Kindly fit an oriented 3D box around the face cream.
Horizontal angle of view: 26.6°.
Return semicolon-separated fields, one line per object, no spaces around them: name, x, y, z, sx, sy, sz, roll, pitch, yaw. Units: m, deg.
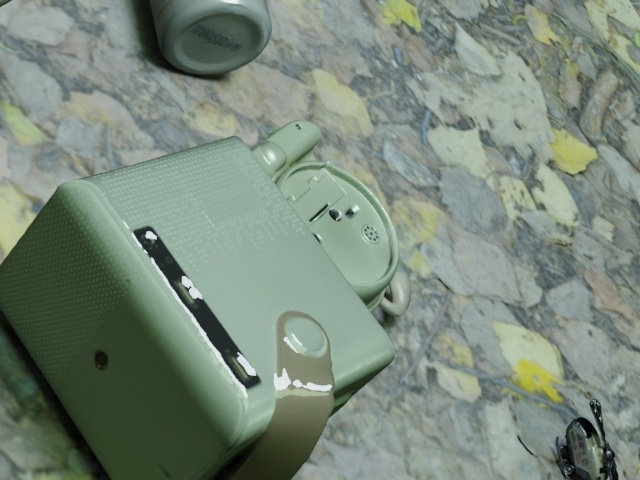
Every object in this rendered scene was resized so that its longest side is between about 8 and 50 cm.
face cream;-0.116;-0.275;1.220;0.101;0.101;0.251;10;53;-37

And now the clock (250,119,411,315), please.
clock;0.000;0.000;1.130;0.191;0.062;0.151;47;40;-2

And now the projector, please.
projector;-0.081;0.066;0.930;0.177;0.163;0.242;-21;69;-48

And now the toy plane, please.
toy plane;0.242;0.202;1.194;0.031;0.049;0.120;-5;79;-43

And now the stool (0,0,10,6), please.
stool;-0.311;-0.176;0.894;0.195;0.199;0.195;33;40;-19
